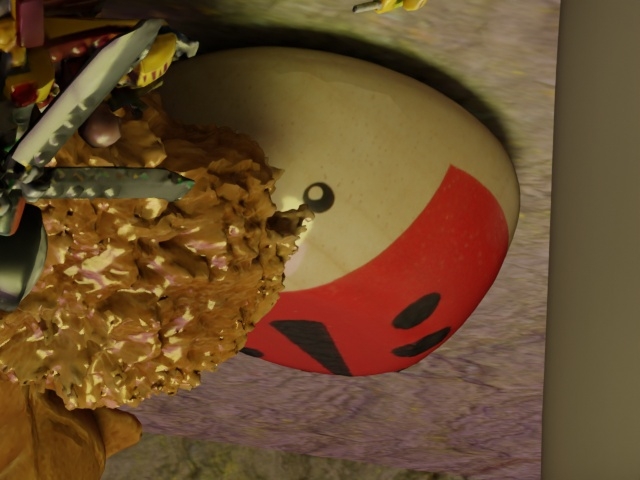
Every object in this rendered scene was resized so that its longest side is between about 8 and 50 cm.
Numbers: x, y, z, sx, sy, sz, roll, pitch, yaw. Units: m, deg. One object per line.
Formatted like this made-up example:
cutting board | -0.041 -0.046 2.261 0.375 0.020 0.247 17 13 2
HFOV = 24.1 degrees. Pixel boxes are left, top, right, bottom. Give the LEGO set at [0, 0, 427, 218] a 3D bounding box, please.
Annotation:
LEGO set | 0.019 -0.117 0.328 0.255 0.192 0.331 -15 156 -52

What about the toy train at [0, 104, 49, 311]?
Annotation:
toy train | -0.269 -0.067 0.638 0.334 0.190 0.142 16 -158 -16

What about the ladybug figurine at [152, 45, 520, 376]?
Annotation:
ladybug figurine | 0.000 0.000 1.154 0.305 0.161 0.449 -2 162 17

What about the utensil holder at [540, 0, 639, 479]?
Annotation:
utensil holder | 0.265 -0.008 0.700 0.328 0.385 0.327 4 162 1

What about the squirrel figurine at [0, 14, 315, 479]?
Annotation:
squirrel figurine | -0.213 0.039 0.901 0.397 0.281 0.370 -14 112 26
